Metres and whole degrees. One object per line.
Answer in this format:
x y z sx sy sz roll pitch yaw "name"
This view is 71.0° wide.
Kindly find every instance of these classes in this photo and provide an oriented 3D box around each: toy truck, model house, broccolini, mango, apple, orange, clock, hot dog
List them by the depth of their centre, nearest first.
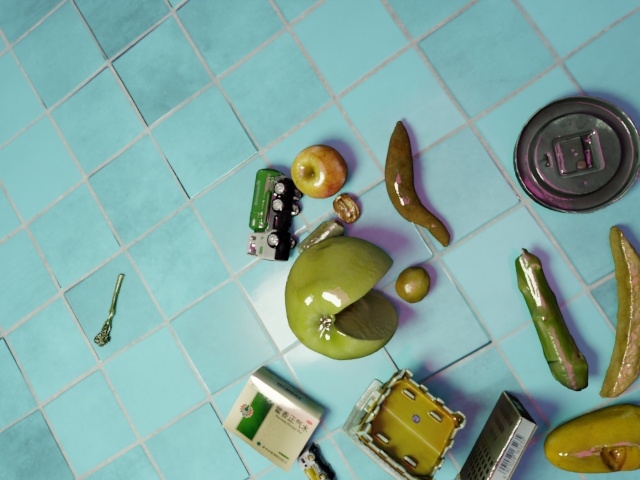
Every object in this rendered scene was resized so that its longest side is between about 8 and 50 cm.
0.638 0.453 1.011 0.261 0.167 0.130 -20 72 13 "mango"
0.052 0.137 1.062 0.291 0.254 0.292 8 111 20 "apple"
0.195 0.449 1.063 0.224 0.215 0.198 36 64 8 "model house"
0.604 -0.200 1.072 0.280 0.055 0.281 0 90 11 "clock"
0.233 0.109 1.126 0.085 0.085 0.095 35 98 9 "orange"
0.001 -0.177 1.157 0.146 0.146 0.147 0 89 11 "apple"
-0.012 0.606 1.183 0.062 0.052 0.123 -35 85 15 "toy truck"
0.068 -0.085 1.184 0.058 0.035 0.083 -39 82 12 "hot dog"
-0.129 -0.068 1.188 0.124 0.101 0.243 6 88 24 "toy truck"
-0.610 0.205 1.310 0.044 0.042 0.218 19 91 10 "broccolini"

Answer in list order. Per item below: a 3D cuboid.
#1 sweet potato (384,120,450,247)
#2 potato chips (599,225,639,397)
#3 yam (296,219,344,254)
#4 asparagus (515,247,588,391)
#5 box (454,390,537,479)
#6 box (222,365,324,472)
0.224 -0.131 1.134 0.108 0.079 0.346 -22 88 -2 "sweet potato"
0.711 0.171 1.045 0.080 0.057 0.408 3 90 7 "potato chips"
0.000 0.000 1.181 0.146 0.069 0.070 -43 82 9 "yam"
0.538 0.182 1.068 0.082 0.085 0.343 -24 79 21 "asparagus"
0.386 0.526 1.041 0.047 0.180 0.325 27 94 9 "box"
-0.121 0.465 1.185 0.211 0.095 0.168 31 92 9 "box"
